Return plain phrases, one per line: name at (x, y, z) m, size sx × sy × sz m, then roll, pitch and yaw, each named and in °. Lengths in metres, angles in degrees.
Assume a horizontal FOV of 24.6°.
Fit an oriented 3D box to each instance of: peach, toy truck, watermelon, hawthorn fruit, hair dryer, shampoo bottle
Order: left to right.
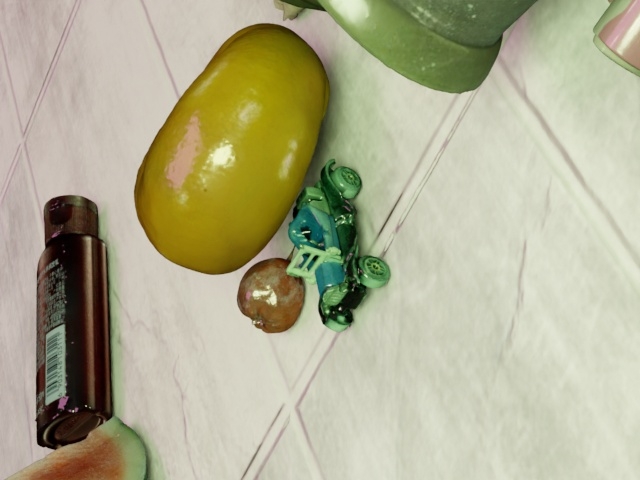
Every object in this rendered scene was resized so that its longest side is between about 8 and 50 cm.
shampoo bottle at (-0.315, 0.096, 1.862) m, size 0.129 × 0.084 × 0.323 m, roll -43°, pitch 43°, yaw 43°
watermelon at (-0.274, 0.311, 1.642) m, size 0.207 × 0.202 × 0.136 m, roll 22°, pitch 134°, yaw 69°
peach at (-0.081, -0.087, 1.373) m, size 0.251 × 0.153 × 0.251 m, roll -160°, pitch 90°, yaw -82°
hawthorn fruit at (-0.037, 0.038, 1.408) m, size 0.103 × 0.067 × 0.066 m, roll -58°, pitch 24°, yaw -17°
toy truck at (0.000, 0.001, 1.318) m, size 0.080 × 0.078 × 0.154 m, roll -54°, pitch 36°, yaw 37°
hair dryer at (0.216, -0.190, 1.025) m, size 0.106 × 0.054 × 0.154 m, roll -60°, pitch 29°, yaw 21°

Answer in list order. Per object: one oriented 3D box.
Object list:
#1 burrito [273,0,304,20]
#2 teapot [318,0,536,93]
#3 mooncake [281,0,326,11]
burrito at (0.000, -0.279, 1.457) m, size 0.185 × 0.041 × 0.045 m, roll -43°, pitch 46°, yaw 49°
teapot at (0.158, -0.289, 1.007) m, size 0.337 × 0.200 × 0.270 m, roll -43°, pitch 1°, yaw 32°
mooncake at (0.010, -0.380, 1.266) m, size 0.356 × 0.194 × 0.356 m, roll -24°, pitch 57°, yaw 45°
